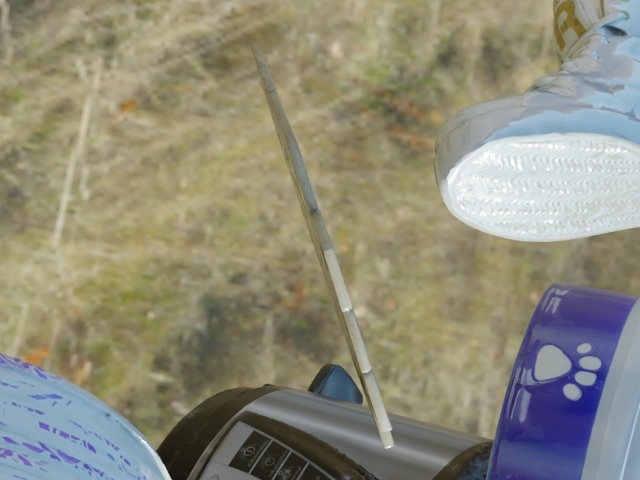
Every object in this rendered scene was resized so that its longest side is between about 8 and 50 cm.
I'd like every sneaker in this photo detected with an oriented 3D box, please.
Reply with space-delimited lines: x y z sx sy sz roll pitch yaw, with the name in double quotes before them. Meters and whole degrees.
"sneaker" 0.167 -0.096 1.042 0.292 0.169 0.108 -1 145 -37

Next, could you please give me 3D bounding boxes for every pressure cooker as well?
"pressure cooker" -0.009 0.344 1.597 0.370 0.420 0.375 -20 116 -52

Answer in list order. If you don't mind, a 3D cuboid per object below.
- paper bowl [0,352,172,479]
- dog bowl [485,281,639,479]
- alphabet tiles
"paper bowl" -0.204 0.172 0.676 0.284 0.284 0.148 76 8 -53
"dog bowl" 0.219 0.171 1.335 0.265 0.104 0.265 13 90 -73
"alphabet tiles" 0.000 0.000 1.313 0.342 0.011 0.285 -110 -177 -62
